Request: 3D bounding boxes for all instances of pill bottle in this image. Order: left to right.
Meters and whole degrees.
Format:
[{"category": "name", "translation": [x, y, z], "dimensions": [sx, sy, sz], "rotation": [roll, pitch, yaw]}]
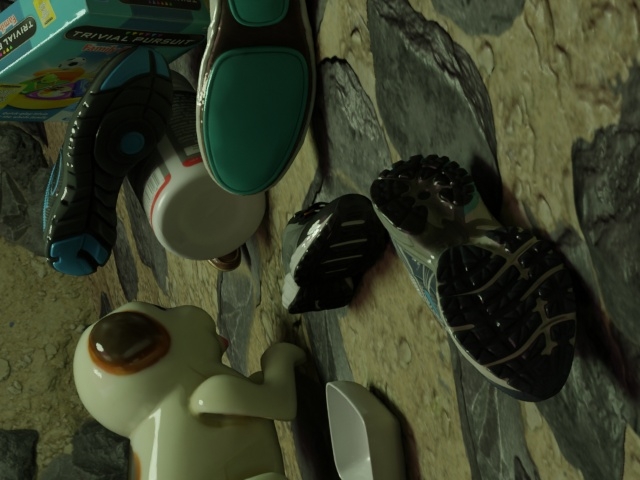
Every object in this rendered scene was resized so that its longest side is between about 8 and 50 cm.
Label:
[{"category": "pill bottle", "translation": [-0.197, -0.115, 2.085], "dimensions": [0.283, 0.161, 0.161], "rotation": [-122, 24, -46]}]

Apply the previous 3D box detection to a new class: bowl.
[{"category": "bowl", "translation": [0.057, 0.239, 1.742], "dimensions": [0.142, 0.053, 0.142], "rotation": [-141, 39, -63]}]

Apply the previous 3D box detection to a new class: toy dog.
[{"category": "toy dog", "translation": [-0.185, 0.274, 2.005], "dimensions": [0.408, 0.395, 0.284], "rotation": [63, 170, 10]}]

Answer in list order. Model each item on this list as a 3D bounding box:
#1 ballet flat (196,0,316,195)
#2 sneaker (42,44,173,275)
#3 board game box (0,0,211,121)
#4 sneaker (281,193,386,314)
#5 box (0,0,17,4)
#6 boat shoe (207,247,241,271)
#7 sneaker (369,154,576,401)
[{"category": "ballet flat", "translation": [-0.072, -0.247, 1.681], "dimensions": [0.139, 0.139, 0.400], "rotation": [-127, 32, -52]}, {"category": "sneaker", "translation": [-0.306, -0.124, 1.992], "dimensions": [0.341, 0.125, 0.140], "rotation": [-62, 32, 23]}, {"category": "board game box", "translation": [-0.327, -0.258, 1.982], "dimensions": [0.336, 0.253, 0.079], "rotation": [-26, 77, 38]}, {"category": "sneaker", "translation": [0.000, 0.000, 1.662], "dimensions": [0.271, 0.100, 0.108], "rotation": [122, 137, -67]}, {"category": "box", "translation": [-0.439, -0.481, 2.374], "dimensions": [0.073, 0.293, 0.296], "rotation": [-45, 53, 33]}, {"category": "boat shoe", "translation": [-0.161, -0.039, 2.198], "dimensions": [0.060, 0.064, 0.178], "rotation": [108, 147, -64]}, {"category": "sneaker", "translation": [0.144, 0.043, 1.269], "dimensions": [0.283, 0.110, 0.122], "rotation": [-119, 4, -46]}]
